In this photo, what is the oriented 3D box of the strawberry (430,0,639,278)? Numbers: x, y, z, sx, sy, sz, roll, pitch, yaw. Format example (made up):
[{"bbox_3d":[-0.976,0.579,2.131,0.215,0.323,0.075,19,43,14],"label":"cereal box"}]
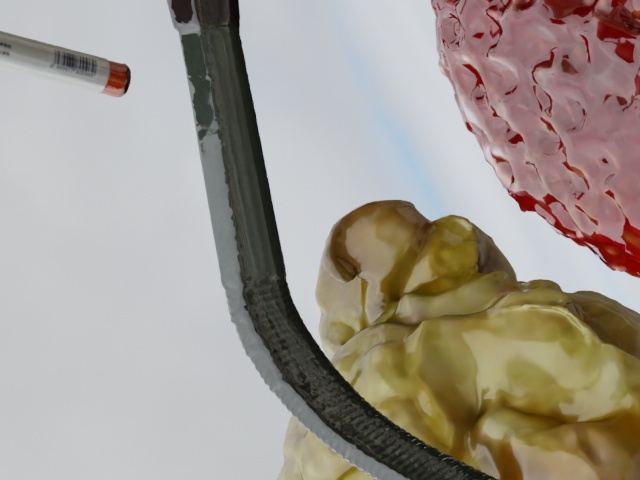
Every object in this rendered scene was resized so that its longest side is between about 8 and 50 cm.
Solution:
[{"bbox_3d":[0.213,-0.119,0.910,0.291,0.292,0.310,59,176,-12],"label":"strawberry"}]

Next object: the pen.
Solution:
[{"bbox_3d":[-0.233,-0.130,1.096,0.239,0.028,0.028,12,-137,-32],"label":"pen"}]

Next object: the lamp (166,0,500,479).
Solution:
[{"bbox_3d":[-0.005,0.005,0.492,0.203,0.124,0.283,-10,-104,-64],"label":"lamp"}]

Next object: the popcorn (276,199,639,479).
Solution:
[{"bbox_3d":[0.094,0.129,1.075,0.332,0.265,0.225,51,175,21],"label":"popcorn"}]
